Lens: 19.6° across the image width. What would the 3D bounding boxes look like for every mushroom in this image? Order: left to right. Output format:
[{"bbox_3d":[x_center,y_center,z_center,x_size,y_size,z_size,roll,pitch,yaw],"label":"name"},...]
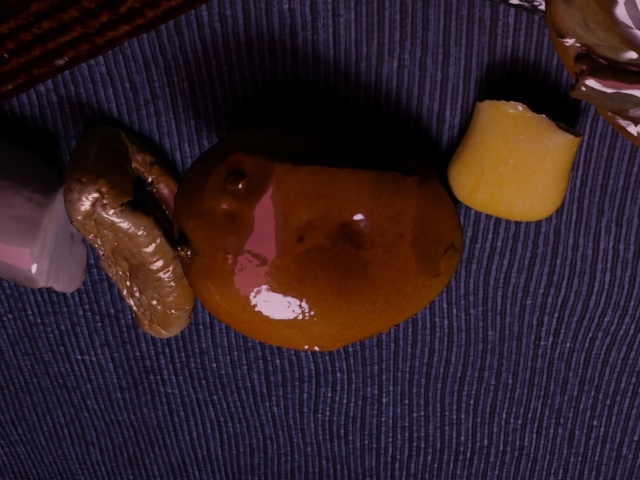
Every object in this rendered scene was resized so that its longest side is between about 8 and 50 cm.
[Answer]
[{"bbox_3d":[-0.346,-0.038,1.485,0.329,0.122,0.159,16,142,-3],"label":"mushroom"}]

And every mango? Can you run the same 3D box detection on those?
[{"bbox_3d":[0.000,0.000,1.383,0.236,0.166,0.136,5,-158,-27],"label":"mango"}]

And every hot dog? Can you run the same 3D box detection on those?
[{"bbox_3d":[-0.138,-0.002,1.500,0.073,0.084,0.242,5,149,18],"label":"hot dog"}]

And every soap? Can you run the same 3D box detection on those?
[{"bbox_3d":[0.142,-0.060,1.326,0.089,0.033,0.168,13,152,-3],"label":"soap"}]

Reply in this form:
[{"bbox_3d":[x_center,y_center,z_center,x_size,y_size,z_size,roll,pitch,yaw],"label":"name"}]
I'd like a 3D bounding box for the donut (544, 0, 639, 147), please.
[{"bbox_3d":[0.299,-0.144,0.975,0.360,0.170,0.360,10,157,4],"label":"donut"}]

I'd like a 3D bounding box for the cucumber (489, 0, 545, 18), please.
[{"bbox_3d":[0.084,-0.176,1.129,0.215,0.052,0.058,16,180,-1],"label":"cucumber"}]

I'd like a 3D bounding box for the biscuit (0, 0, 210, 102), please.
[{"bbox_3d":[-0.147,-0.176,1.164,0.073,0.107,0.388,34,146,-32],"label":"biscuit"}]
